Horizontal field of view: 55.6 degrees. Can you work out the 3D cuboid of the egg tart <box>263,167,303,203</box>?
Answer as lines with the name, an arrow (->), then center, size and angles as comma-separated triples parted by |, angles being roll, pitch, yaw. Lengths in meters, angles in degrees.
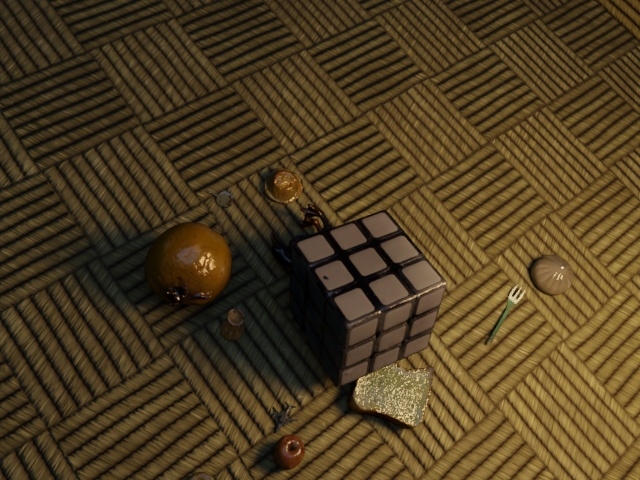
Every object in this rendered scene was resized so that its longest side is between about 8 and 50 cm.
egg tart -> -0.113, -0.176, 1.901 | 0.129, 0.049, 0.129 | 5, 65, -11

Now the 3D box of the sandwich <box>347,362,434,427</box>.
sandwich -> 0.193, 0.408, 1.674 | 0.214, 0.065, 0.186 | 21, 62, -1

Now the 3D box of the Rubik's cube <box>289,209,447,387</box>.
Rubik's cube -> 0.110, 0.153, 1.611 | 0.303, 0.305, 0.301 | -21, 53, -20

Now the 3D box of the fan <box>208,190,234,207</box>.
fan -> -0.307, -0.132, 1.858 | 0.083, 0.004, 0.056 | 23, 62, -1

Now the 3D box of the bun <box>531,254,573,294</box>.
bun -> 0.753, 0.101, 1.940 | 0.138, 0.094, 0.138 | 7, 61, -13

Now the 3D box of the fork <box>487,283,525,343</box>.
fork -> 0.566, 0.230, 1.874 | 0.039, 0.021, 0.235 | 35, 63, 10

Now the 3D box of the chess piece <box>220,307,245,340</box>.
chess piece -> -0.234, 0.222, 1.634 | 0.066, 0.122, 0.066 | 5, 63, -10

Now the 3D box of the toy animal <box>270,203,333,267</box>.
toy animal -> 0.000, 0.000, 1.801 | 0.298, 0.122, 0.185 | 4, 53, -19

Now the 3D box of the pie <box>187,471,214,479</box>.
pie -> -0.292, 0.612, 1.488 | 0.084, 0.020, 0.084 | 5, 66, -11

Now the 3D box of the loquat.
loquat -> -0.352, 0.071, 1.626 | 0.244, 0.244, 0.244 | 5, 63, -10

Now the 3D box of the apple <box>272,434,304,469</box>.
apple -> -0.082, 0.539, 1.545 | 0.084, 0.071, 0.084 | 10, 58, -16

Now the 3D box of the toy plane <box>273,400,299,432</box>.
toy plane -> -0.097, 0.467, 1.602 | 0.078, 0.024, 0.084 | 21, 60, 19
